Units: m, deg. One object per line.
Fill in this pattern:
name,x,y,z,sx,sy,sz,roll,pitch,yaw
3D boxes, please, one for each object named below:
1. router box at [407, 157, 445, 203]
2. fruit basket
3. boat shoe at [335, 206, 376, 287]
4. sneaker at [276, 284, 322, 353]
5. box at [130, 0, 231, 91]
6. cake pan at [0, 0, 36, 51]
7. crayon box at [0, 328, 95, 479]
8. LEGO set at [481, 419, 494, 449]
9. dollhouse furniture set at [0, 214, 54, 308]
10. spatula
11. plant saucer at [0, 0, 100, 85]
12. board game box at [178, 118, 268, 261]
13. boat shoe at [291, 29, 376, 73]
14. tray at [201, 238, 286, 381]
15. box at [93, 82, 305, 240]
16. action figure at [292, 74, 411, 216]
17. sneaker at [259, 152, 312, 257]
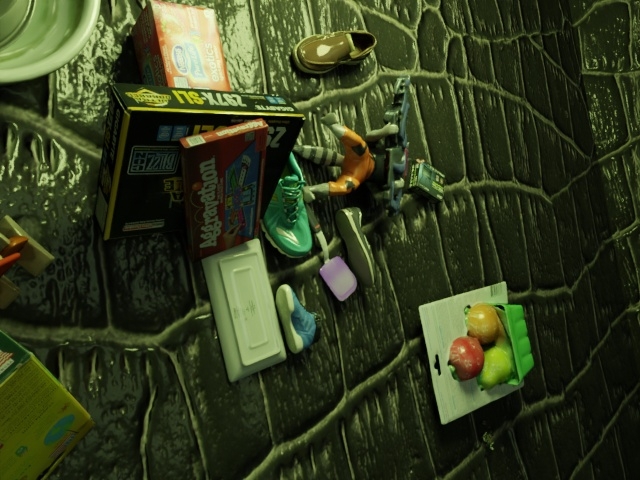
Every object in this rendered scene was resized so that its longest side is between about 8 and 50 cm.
router box,0.315,-0.174,1.406,0.122,0.038,0.092,23,69,-34
fruit basket,0.439,0.311,1.376,0.352,0.165,0.327,-11,89,-24
boat shoe,0.103,0.014,1.178,0.064,0.075,0.206,-21,91,-36
sneaker,-0.041,0.161,1.041,0.084,0.058,0.152,-18,98,-34
box,-0.257,-0.298,0.906,0.128,0.122,0.257,-12,90,-39
cake pan,-0.530,-0.380,0.615,0.293,0.054,0.294,9,76,-38
crayon box,-0.425,0.260,0.609,0.081,0.319,0.202,31,55,12
LEGO set,0.499,0.586,1.436,0.054,0.023,0.083,23,55,-37
dollhouse furniture set,-0.476,0.111,0.586,0.259,0.262,0.135,-43,102,5
spatula,0.000,0.000,1.123,0.084,0.030,0.297,-36,104,-39
plant saucer,-0.549,-0.410,0.704,0.400,0.100,0.401,7,78,-38
board game box,-0.171,-0.079,0.850,0.145,0.281,0.027,-22,57,-27
boat shoe,0.042,-0.490,1.203,0.257,0.095,0.095,-30,101,-38
tray,-0.149,0.137,0.978,0.145,0.030,0.271,-13,91,-39
box,-0.210,-0.134,0.837,0.321,0.257,0.079,-10,50,-41
action figure,0.107,-0.236,1.168,0.330,0.178,0.342,-2,104,-45
sneaker,-0.079,-0.095,1.019,0.107,0.110,0.276,-17,92,-27
